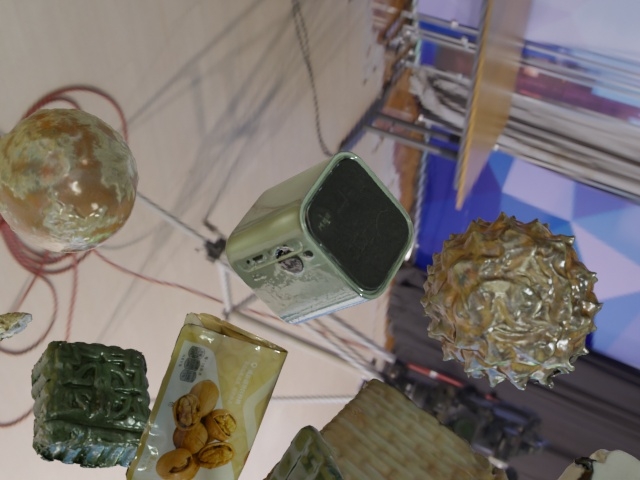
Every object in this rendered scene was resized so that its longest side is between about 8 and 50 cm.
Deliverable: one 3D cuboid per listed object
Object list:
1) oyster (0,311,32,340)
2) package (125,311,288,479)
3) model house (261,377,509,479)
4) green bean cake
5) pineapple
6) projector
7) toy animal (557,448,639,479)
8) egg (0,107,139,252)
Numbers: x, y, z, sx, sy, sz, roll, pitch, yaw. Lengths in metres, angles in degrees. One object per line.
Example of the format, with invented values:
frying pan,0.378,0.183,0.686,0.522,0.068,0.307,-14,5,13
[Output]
oyster,-0.365,0.094,1.001,0.083,0.038,0.080,-31,172,16
package,-0.228,0.303,1.604,0.165,0.221,0.311,27,-83,65
model house,0.017,0.488,1.207,0.445,0.395,0.400,-57,162,23
green bean cake,-0.482,0.346,1.806,0.241,0.255,0.132,17,130,-31
pineapple,0.169,0.059,0.792,0.193,0.166,0.166,97,17,-85
projector,0.000,0.000,1.719,0.248,0.249,0.248,49,49,-17
toy animal,0.455,0.462,1.383,0.208,0.204,0.156,-54,171,-39
egg,-0.342,-0.078,1.152,0.195,0.233,0.195,-18,135,-19
